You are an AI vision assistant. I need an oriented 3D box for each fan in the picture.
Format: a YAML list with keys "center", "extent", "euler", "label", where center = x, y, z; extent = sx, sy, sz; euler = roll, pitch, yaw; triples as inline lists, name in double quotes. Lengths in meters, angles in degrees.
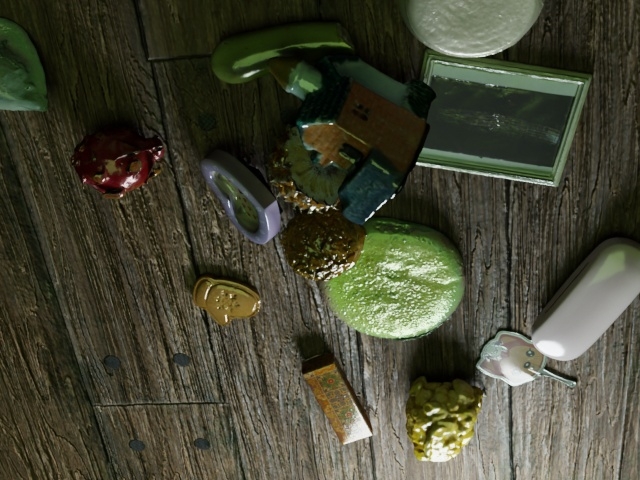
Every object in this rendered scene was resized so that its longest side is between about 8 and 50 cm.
- center: [0.434, 0.260, 2.051]
  extent: [0.220, 0.009, 0.132]
  euler: [24, 123, -9]
  label: "fan"

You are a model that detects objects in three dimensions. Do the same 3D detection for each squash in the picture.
- center: [-0.067, -0.322, 1.682]
  extent: [0.250, 0.083, 0.083]
  euler: [-10, 122, 8]
  label: "squash"

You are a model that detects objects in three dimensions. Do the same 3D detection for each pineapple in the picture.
- center: [-0.032, -0.127, 1.780]
  extent: [0.137, 0.161, 0.176]
  euler: [-13, 112, 55]
  label: "pineapple"

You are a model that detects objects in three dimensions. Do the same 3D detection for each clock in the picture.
- center: [-0.128, -0.084, 1.814]
  extent: [0.172, 0.064, 0.198]
  euler: [13, 139, 53]
  label: "clock"

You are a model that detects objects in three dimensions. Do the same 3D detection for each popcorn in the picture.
- center: [0.248, 0.372, 2.070]
  extent: [0.163, 0.140, 0.194]
  euler: [25, 120, -17]
  label: "popcorn"

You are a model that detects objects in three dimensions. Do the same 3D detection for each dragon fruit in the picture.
- center: [-0.366, -0.144, 1.802]
  extent: [0.166, 0.136, 0.133]
  euler: [-19, 156, -13]
  label: "dragon fruit"

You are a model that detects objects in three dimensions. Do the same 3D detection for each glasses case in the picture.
- center: [0.520, 0.116, 1.908]
  extent: [0.113, 0.075, 0.296]
  euler: [27, 121, -10]
  label: "glasses case"
- center: [0.037, 0.338, 2.118]
  extent: [0.075, 0.049, 0.218]
  euler: [-21, 119, 11]
  label: "glasses case"

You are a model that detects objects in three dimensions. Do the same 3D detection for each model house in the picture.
- center: [0.027, -0.207, 1.643]
  extent: [0.291, 0.253, 0.184]
  euler: [35, 141, -11]
  label: "model house"

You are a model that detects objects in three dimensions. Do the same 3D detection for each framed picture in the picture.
- center: [0.307, -0.211, 1.750]
  extent: [0.293, 0.018, 0.231]
  euler: [8, 124, 0]
  label: "framed picture"

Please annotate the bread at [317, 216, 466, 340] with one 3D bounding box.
- center: [0.135, 0.085, 1.947]
  extent: [0.302, 0.045, 0.301]
  euler: [4, 125, 6]
  label: "bread"

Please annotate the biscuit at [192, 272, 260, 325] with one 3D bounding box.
- center: [-0.192, 0.126, 2.018]
  extent: [0.140, 0.023, 0.118]
  euler: [10, 123, -2]
  label: "biscuit"

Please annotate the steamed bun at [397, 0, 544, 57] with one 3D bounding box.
- center: [0.234, -0.407, 1.552]
  extent: [0.232, 0.145, 0.231]
  euler: [4, 138, 3]
  label: "steamed bun"

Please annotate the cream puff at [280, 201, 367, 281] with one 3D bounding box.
- center: [0.000, 0.000, 1.843]
  extent: [0.150, 0.115, 0.165]
  euler: [20, 105, 22]
  label: "cream puff"

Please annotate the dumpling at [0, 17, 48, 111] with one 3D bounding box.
- center: [-0.568, -0.299, 1.727]
  extent: [0.217, 0.104, 0.149]
  euler: [21, 123, -7]
  label: "dumpling"
